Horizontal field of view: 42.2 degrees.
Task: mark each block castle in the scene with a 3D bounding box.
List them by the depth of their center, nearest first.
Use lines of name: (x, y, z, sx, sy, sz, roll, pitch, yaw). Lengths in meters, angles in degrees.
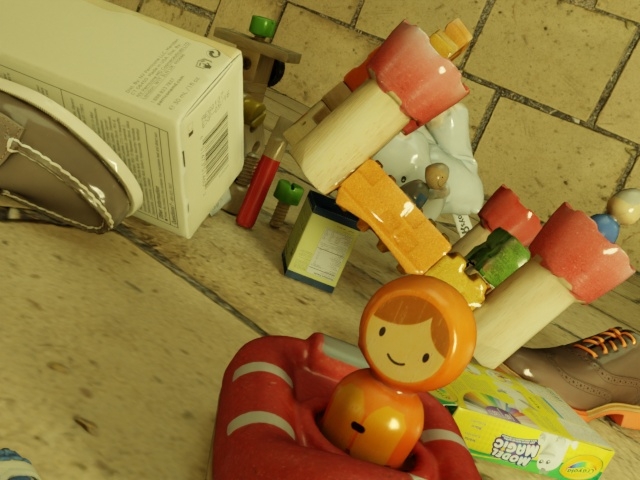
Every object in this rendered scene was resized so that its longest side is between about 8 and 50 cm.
block castle: (0.146, -0.072, 0.900, 0.303, 0.213, 0.453, 48, 7, -2)

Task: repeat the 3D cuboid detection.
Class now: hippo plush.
hippo plush: (0.157, -0.093, 1.449, 0.237, 0.234, 0.294, -24, 90, -51)

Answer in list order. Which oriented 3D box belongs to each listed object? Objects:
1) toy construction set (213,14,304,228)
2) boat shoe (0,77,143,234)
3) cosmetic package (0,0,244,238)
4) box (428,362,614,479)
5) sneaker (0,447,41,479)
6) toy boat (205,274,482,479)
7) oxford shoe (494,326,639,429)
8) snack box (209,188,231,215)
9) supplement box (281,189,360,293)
toy construction set: (-0.113, -0.179, 1.086, 0.258, 0.237, 0.309, 13, 17, -42)
boat shoe: (-0.307, -0.094, 0.696, 0.324, 0.116, 0.096, 34, 52, -10)
cosmetic package: (-0.232, -0.138, 0.775, 0.310, 0.160, 0.113, 24, 54, 12)
box: (0.136, 0.139, 0.671, 0.179, 0.043, 0.105, 22, 13, -22)
sneaker: (-0.129, 0.111, 0.277, 0.058, 0.052, 0.135, 32, 14, 16)
toy boat: (0.031, 0.088, 0.428, 0.151, 0.151, 0.231, 22, 12, -9)
oxford shoe: (0.272, 0.125, 0.846, 0.271, 0.098, 0.097, 14, 16, -38)
snack box: (-0.149, -0.092, 0.923, 0.100, 0.037, 0.141, 46, -13, 10)
supplement box: (0.000, 0.000, 0.902, 0.056, 0.083, 0.083, 22, 12, -10)
